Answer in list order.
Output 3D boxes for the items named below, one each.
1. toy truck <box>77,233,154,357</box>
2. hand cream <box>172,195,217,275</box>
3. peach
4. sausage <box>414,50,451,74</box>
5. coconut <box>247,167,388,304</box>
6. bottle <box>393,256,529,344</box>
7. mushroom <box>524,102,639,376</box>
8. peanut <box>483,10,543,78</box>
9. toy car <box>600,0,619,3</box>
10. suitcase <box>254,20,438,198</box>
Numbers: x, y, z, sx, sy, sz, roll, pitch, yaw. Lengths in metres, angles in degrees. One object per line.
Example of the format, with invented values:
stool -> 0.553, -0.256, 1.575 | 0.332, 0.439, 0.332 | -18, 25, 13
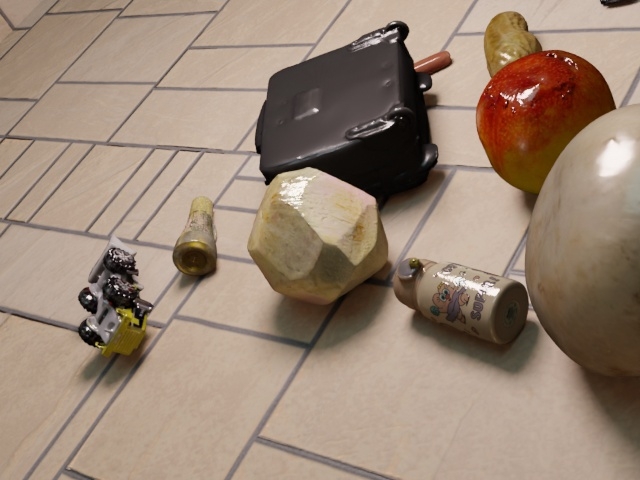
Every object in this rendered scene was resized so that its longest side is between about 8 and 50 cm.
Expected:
toy truck -> -0.381, 0.106, 1.855 | 0.136, 0.111, 0.286 | -55, 26, 19
hand cream -> -0.239, -0.018, 1.930 | 0.084, 0.084, 0.203 | -22, 32, 12
peach -> 0.363, -0.189, 1.589 | 0.231, 0.231, 0.231 | -18, 40, 16
sausage -> 0.199, -0.349, 2.026 | 0.147, 0.030, 0.035 | -24, 38, 9
coconut -> 0.000, 0.000, 1.658 | 0.197, 0.237, 0.237 | -52, 13, 52
bottle -> 0.200, 0.080, 1.493 | 0.209, 0.110, 0.097 | 17, 65, 43
mushroom -> 0.430, 0.005, 1.281 | 0.294, 0.362, 0.362 | 13, 46, -3
peanut -> 0.365, -0.365, 1.886 | 0.108, 0.095, 0.226 | -6, 38, 6
toy car -> 0.585, -0.530, 1.940 | 0.071, 0.062, 0.165 | -6, 45, 30
suitcase -> 0.041, -0.221, 1.866 | 0.339, 0.188, 0.345 | -16, 42, 17
